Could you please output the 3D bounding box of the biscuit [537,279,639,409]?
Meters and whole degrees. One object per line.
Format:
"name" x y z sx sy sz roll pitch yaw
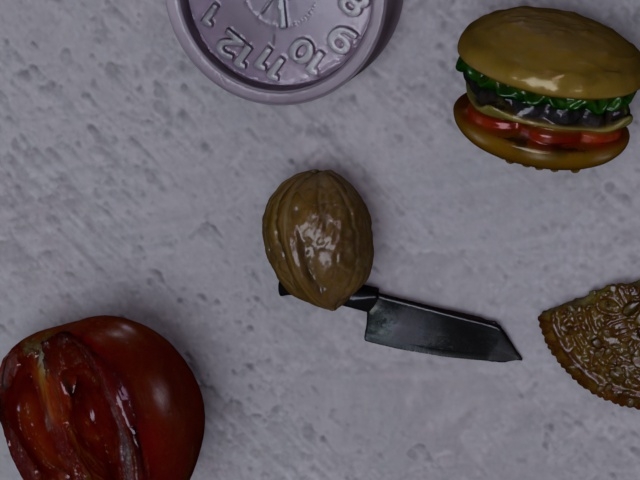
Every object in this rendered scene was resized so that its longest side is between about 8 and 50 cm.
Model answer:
"biscuit" 0.298 0.088 1.570 0.206 0.025 0.126 -16 102 20

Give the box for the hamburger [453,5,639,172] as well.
"hamburger" 0.183 -0.124 1.474 0.162 0.162 0.115 15 116 12

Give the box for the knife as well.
"knife" 0.071 0.073 1.638 0.230 0.028 0.060 15 122 9

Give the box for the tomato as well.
"tomato" -0.185 0.163 1.676 0.233 0.139 0.200 -9 98 54

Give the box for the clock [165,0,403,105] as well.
"clock" -0.031 -0.217 1.552 0.196 0.068 0.197 5 108 15

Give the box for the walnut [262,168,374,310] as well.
"walnut" 0.000 0.000 1.588 0.105 0.105 0.124 -8 91 18
